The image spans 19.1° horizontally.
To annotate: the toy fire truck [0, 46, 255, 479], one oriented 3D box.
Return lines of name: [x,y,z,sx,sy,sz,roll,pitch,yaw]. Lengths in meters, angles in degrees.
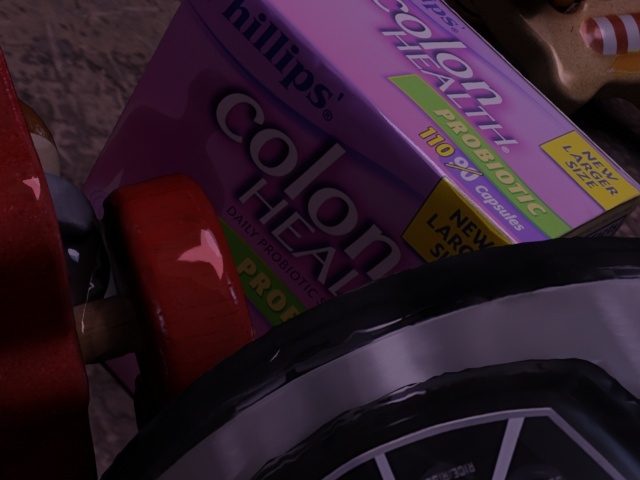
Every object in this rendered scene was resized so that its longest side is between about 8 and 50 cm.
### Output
toy fire truck: [-0.140,0.021,0.802,0.169,0.302,0.254,-17,53,-12]

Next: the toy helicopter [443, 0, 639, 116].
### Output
toy helicopter: [0.248,-0.147,1.411,0.355,0.140,0.235,50,55,-4]

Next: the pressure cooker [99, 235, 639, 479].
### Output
pressure cooker: [0.116,0.252,0.640,0.375,0.370,0.420,5,42,-27]

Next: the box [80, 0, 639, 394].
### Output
box: [0.000,0.000,0.964,0.213,0.243,0.117,46,37,16]
